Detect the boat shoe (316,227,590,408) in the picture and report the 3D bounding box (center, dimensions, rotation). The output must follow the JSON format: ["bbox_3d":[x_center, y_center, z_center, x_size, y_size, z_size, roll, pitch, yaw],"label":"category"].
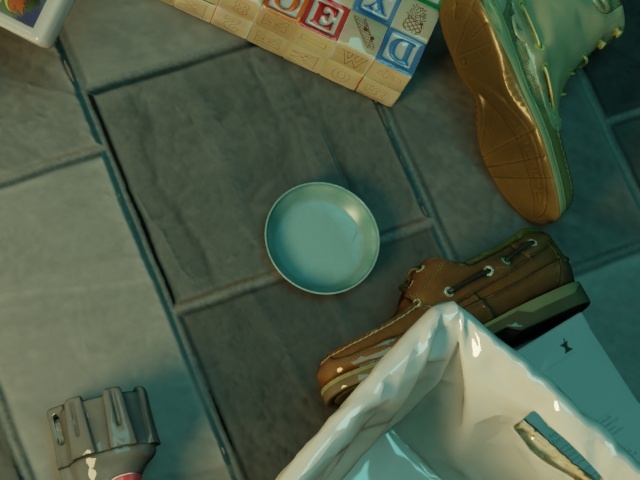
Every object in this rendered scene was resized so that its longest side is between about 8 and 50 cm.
[{"bbox_3d":[0.117,0.075,1.790,0.307,0.111,0.104,-19,73,-28],"label":"boat shoe"}]

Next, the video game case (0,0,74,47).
[{"bbox_3d":[-0.331,-0.385,1.749,0.329,0.036,0.300,27,92,18],"label":"video game case"}]

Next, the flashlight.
[{"bbox_3d":[-0.161,0.286,1.651,0.103,0.103,0.304,1,69,-41],"label":"flashlight"}]

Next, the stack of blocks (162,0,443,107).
[{"bbox_3d":[-0.019,-0.285,1.879,0.297,0.087,0.171,25,68,-4],"label":"stack of blocks"}]

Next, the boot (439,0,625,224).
[{"bbox_3d":[0.248,-0.168,1.898,0.203,0.095,0.262,-28,100,-37],"label":"boot"}]

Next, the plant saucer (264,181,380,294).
[{"bbox_3d":[0.000,0.000,1.825,0.119,0.021,0.119,4,72,-13],"label":"plant saucer"}]

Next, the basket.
[{"bbox_3d":[0.093,0.294,1.515,0.328,0.266,0.331,42,67,2],"label":"basket"}]

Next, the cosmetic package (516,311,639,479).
[{"bbox_3d":[0.169,0.283,1.730,0.377,0.097,0.284,-29,83,-20],"label":"cosmetic package"}]
